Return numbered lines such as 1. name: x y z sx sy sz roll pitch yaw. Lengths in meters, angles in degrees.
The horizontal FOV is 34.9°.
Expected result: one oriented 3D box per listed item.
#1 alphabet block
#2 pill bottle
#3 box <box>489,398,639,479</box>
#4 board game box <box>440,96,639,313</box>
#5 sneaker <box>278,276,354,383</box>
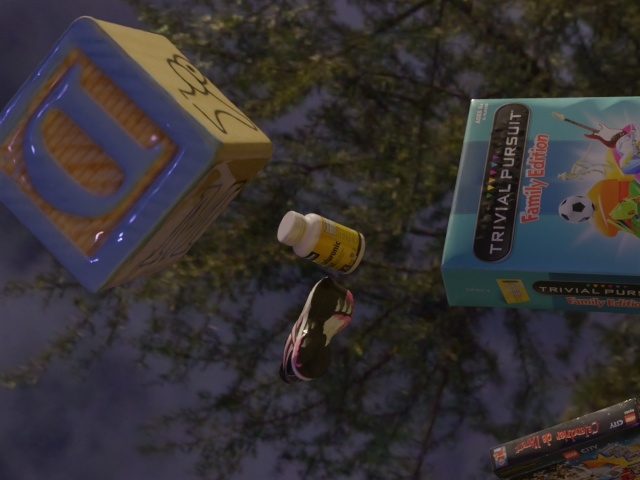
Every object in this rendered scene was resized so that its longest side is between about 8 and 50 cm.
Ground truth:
1. alphabet block: -0.192 -0.087 1.021 0.193 0.192 0.197 -45 -6 13
2. pill bottle: 0.000 0.000 1.447 0.116 0.065 0.065 22 -95 -25
3. box: 0.393 0.326 1.514 0.159 0.233 0.044 46 -150 -37
4. board game box: 0.319 -0.044 1.121 0.079 0.335 0.254 69 -151 -49
5. sneaker: -0.017 0.127 1.430 0.072 0.077 0.178 43 -134 -14
